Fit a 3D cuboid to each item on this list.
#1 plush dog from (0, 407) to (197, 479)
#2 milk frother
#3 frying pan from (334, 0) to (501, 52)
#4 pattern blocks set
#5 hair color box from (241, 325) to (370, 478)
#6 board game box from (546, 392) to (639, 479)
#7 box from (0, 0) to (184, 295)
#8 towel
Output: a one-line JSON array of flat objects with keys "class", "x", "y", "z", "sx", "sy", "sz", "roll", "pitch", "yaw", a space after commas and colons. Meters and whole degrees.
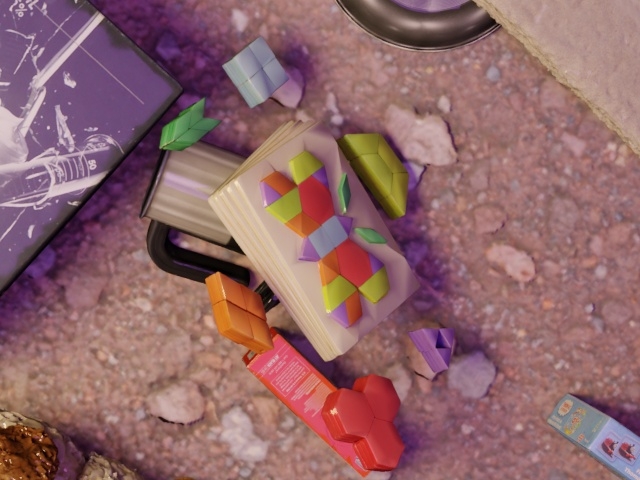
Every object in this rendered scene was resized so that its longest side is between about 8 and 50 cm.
[{"class": "plush dog", "x": -0.222, "y": 0.224, "z": 1.609, "sx": 0.225, "sy": 0.262, "sz": 0.210, "roll": 41, "pitch": 56, "yaw": -16}, {"class": "milk frother", "x": -0.083, "y": -0.010, "z": 1.624, "sx": 0.135, "sy": 0.143, "sz": 0.129, "roll": 19, "pitch": 99, "yaw": -9}, {"class": "frying pan", "x": 0.158, "y": -0.250, "z": 1.684, "sx": 0.326, "sy": 0.053, "sz": 0.197, "roll": 11, "pitch": 94, "yaw": -3}, {"class": "pattern blocks set", "x": 0.000, "y": 0.000, "z": 1.592, "sx": 0.026, "sy": 0.285, "sz": 0.325, "roll": -26, "pitch": 113, "yaw": 41}, {"class": "hair color box", "x": -0.003, "y": 0.139, "z": 1.677, "sx": 0.141, "sy": 0.072, "sz": 0.043, "roll": 43, "pitch": 88, "yaw": -6}, {"class": "board game box", "x": 0.303, "y": 0.214, "z": 1.666, "sx": 0.211, "sy": 0.160, "sz": 0.039, "roll": 35, "pitch": 89, "yaw": -7}, {"class": "box", "x": -0.340, "y": -0.123, "z": 1.577, "sx": 0.343, "sy": 0.179, "sz": 0.312, "roll": 42, "pitch": 88, "yaw": -7}, {"class": "towel", "x": 0.259, "y": -0.212, "z": 1.671, "sx": 0.282, "sy": 0.049, "sz": 0.187, "roll": 42, "pitch": 89, "yaw": -19}]
